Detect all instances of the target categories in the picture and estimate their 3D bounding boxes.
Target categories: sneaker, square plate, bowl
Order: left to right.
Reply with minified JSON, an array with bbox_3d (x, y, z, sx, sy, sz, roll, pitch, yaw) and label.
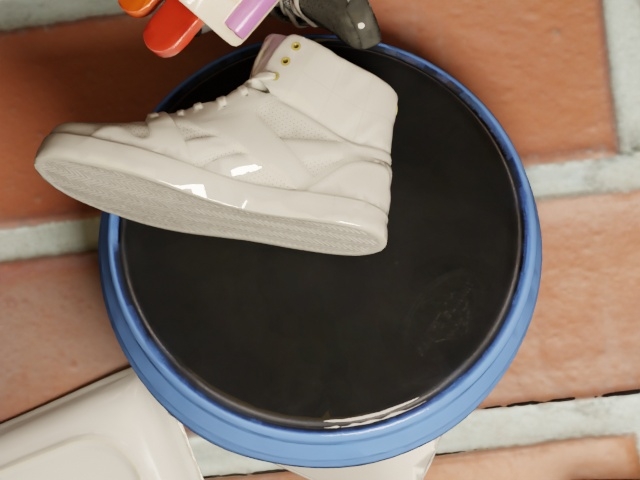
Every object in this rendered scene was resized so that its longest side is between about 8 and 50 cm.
[{"bbox_3d":[-0.250,0.334,1.557,0.347,0.049,0.344,-23,90,6],"label":"square plate"},{"bbox_3d":[-0.080,-0.095,1.370,0.293,0.108,0.169,11,70,-8],"label":"sneaker"},{"bbox_3d":[-0.050,-0.203,1.433,0.132,0.228,0.086,-33,134,-10],"label":"sneaker"},{"bbox_3d":[0.000,0.000,1.430,0.391,0.077,0.391,0,73,-1],"label":"bowl"}]

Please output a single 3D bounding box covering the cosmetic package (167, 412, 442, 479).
[{"bbox_3d":[-0.004,0.146,1.496,0.238,0.107,0.127,26,94,1],"label":"cosmetic package"}]

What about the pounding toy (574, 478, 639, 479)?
[{"bbox_3d":[0.314,0.245,1.472,0.181,0.094,0.206,-1,93,6],"label":"pounding toy"}]

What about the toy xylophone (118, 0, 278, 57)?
[{"bbox_3d":[-0.125,-0.318,1.419,0.236,0.081,0.322,-43,59,6],"label":"toy xylophone"}]
